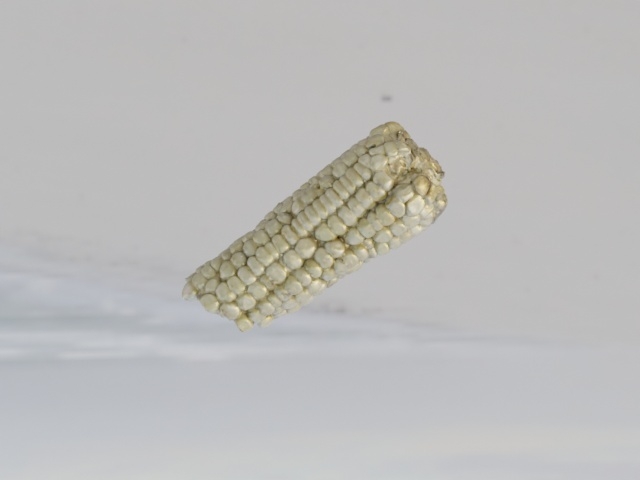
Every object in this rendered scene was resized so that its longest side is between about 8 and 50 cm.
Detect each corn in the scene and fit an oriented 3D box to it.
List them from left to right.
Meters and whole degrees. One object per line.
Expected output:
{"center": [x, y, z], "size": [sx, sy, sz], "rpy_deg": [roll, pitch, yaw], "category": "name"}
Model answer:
{"center": [0.000, 0.000, 1.282], "size": [0.211, 0.087, 0.087], "rpy_deg": [-39, 170, 7], "category": "corn"}
